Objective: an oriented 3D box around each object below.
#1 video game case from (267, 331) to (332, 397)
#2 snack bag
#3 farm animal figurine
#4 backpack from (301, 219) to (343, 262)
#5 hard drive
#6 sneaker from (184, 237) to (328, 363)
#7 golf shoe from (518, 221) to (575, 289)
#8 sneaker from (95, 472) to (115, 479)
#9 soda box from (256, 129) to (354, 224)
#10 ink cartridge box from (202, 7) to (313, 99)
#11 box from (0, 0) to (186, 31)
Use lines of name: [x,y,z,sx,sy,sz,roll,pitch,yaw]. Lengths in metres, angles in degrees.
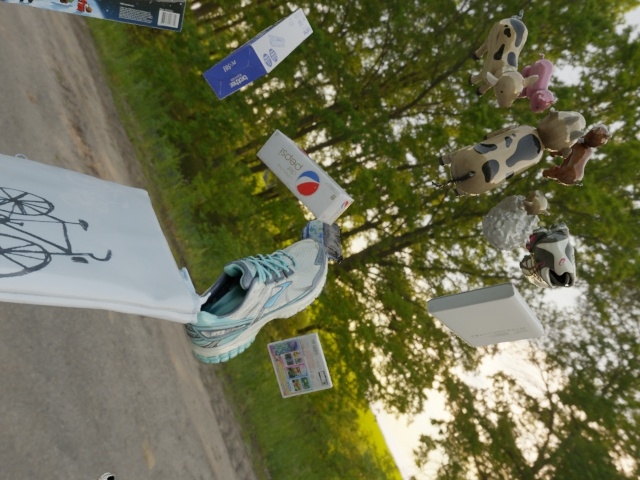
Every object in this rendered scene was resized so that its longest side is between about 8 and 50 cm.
video game case: [-0.057,0.342,1.128,0.019,0.143,0.157,-43,118,-80]
snack bag: [-0.298,-0.030,0.352,0.343,0.037,0.323,13,15,-34]
farm animal figurine: [0.348,-0.192,0.722,0.330,0.327,0.172,47,-2,-6]
backpack: [0.000,0.000,1.027,0.114,0.084,0.104,31,54,-64]
hard drive: [0.495,0.232,1.216,0.353,0.233,0.047,37,45,-43]
sneaker: [-0.093,0.073,0.668,0.110,0.283,0.122,29,-36,34]
golf shoe: [0.535,0.071,0.965,0.273,0.105,0.120,47,33,-52]
sneaker: [-0.727,0.802,1.350,0.109,0.044,0.040,-24,97,-62]
soda box: [-0.034,-0.131,0.855,0.216,0.074,0.069,47,13,24]
ink cartridge box: [-0.091,-0.298,0.649,0.046,0.097,0.207,57,37,-28]
box: [-0.303,-0.319,0.484,0.159,0.233,0.044,50,-48,27]
